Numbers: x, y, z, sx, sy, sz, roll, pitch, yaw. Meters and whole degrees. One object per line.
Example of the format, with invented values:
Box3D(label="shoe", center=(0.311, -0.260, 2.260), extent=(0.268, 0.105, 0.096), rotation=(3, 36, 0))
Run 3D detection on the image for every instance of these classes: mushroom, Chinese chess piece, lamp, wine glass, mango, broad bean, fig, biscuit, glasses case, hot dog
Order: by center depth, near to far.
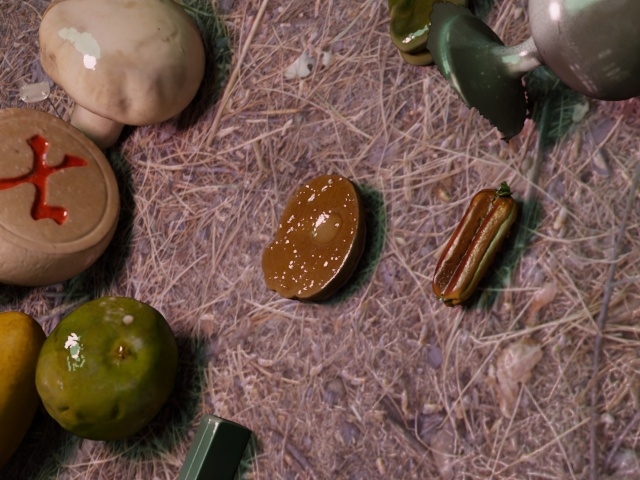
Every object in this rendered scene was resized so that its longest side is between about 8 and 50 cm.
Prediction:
Box3D(label="wine glass", center=(0.334, -0.280, 1.474), extent=(0.323, 0.238, 0.238), rotation=(-25, 55, 36))
Box3D(label="hot dog", center=(0.215, 0.007, 1.558), extent=(0.072, 0.055, 0.188), rotation=(30, 91, 42))
Box3D(label="glasses case", center=(-0.174, 0.358, 1.710), extent=(0.039, 0.078, 0.184), rotation=(16, 81, 41))
Box3D(label="biscuit", center=(0.000, 0.000, 1.754), extent=(0.181, 0.049, 0.208), rotation=(18, 82, 45))
Box3D(label="broad bean", center=(0.170, -0.378, 1.775), extent=(0.153, 0.072, 0.206), rotation=(-3, 67, 34))
Box3D(label="fig", center=(-0.351, 0.238, 1.880), extent=(0.314, 0.233, 0.233), rotation=(100, 157, -50))
Box3D(label="mango", center=(-0.612, 0.279, 2.009), extent=(0.445, 0.220, 0.301), rotation=(-43, 30, 30))
Box3D(label="Chinese chess piece", center=(-0.533, -0.078, 2.063), extent=(0.140, 0.338, 0.338), rotation=(-42, 45, 43))
Box3D(label="mushroom", center=(-0.380, -0.316, 2.131), extent=(0.336, 0.314, 0.314), rotation=(124, 145, -50))
Box3D(label="lamp", center=(-0.517, -0.236, 2.180), extent=(0.056, 0.198, 0.050), rotation=(-19, 60, -1))

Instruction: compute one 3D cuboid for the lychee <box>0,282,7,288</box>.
Box3D(label="lychee", center=(-0.662, -0.015, 2.199), extent=(0.267, 0.267, 0.267), rotation=(-19, 58, 34))
